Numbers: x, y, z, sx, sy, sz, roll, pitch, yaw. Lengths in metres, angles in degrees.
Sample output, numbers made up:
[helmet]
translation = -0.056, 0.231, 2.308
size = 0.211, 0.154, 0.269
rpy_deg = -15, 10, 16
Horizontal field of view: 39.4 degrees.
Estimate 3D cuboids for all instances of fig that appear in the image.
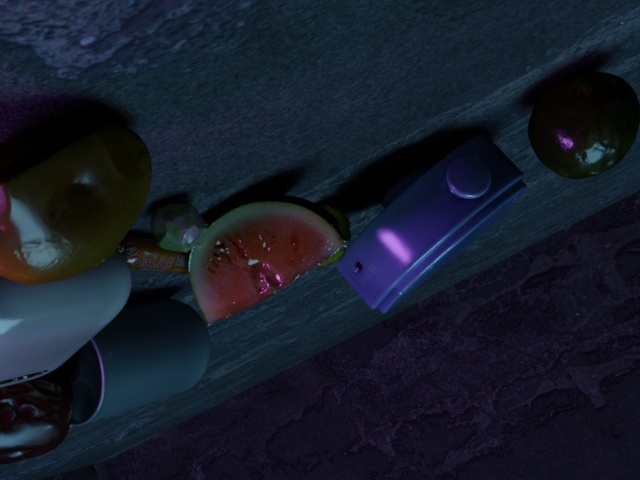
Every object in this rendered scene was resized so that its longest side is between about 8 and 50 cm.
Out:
[fig]
translation = 0.474, -0.195, 1.606
size = 0.195, 0.195, 0.245
rpy_deg = -26, 158, 8

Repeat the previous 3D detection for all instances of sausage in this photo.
[sausage]
translation = -0.247, 0.028, 1.514
size = 0.053, 0.053, 0.348
rpy_deg = -28, 166, 17

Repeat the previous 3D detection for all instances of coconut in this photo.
[coconut]
translation = -0.215, -0.020, 1.336
size = 0.083, 0.082, 0.081
rpy_deg = 18, -125, 46

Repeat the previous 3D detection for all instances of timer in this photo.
[timer]
translation = 0.213, -0.054, 1.695
size = 0.395, 0.173, 0.395
rpy_deg = -39, 170, -8

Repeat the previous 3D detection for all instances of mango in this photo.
[mango]
translation = -0.282, -0.046, 0.977
size = 0.136, 0.166, 0.236
rpy_deg = 18, -138, 37

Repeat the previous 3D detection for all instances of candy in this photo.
[candy]
translation = 0.001, 0.001, 1.742
size = 0.094, 0.106, 0.199
rpy_deg = -5, 167, -8

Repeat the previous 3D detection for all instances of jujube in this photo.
[jujube]
translation = -0.586, 0.283, 1.504
size = 0.318, 0.223, 0.223
rpy_deg = 5, 153, -29

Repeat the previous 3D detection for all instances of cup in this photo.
[cup]
translation = -0.371, 0.225, 1.735
size = 0.205, 0.205, 0.312
rpy_deg = -33, 164, 34

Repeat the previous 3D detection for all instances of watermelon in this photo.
[watermelon]
translation = -0.107, 0.000, 1.509
size = 0.303, 0.159, 0.128
rpy_deg = -32, -166, 22

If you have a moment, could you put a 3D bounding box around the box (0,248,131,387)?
[box]
translation = -0.456, 0.118, 1.310
size = 0.288, 0.141, 0.349
rpy_deg = -12, 162, -46
